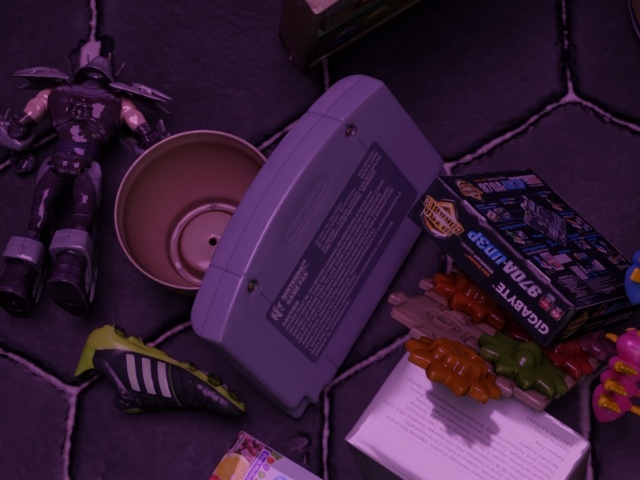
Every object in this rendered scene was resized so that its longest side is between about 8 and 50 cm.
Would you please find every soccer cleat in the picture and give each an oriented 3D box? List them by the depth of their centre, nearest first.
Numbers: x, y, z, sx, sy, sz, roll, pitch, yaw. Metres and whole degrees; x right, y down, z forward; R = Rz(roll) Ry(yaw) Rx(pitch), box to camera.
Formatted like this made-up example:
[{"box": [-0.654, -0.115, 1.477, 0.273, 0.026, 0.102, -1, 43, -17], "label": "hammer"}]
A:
[{"box": [-0.155, 0.142, 1.643, 0.179, 0.060, 0.072, 24, 84, 21], "label": "soccer cleat"}]

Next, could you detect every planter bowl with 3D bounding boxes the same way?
[{"box": [-0.111, -0.013, 1.662, 0.162, 0.109, 0.162, -2, 70, 5], "label": "planter bowl"}]

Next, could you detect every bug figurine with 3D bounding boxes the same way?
[{"box": [0.344, 0.094, 1.542, 0.216, 0.279, 0.072, -62, 31, 0], "label": "bug figurine"}]

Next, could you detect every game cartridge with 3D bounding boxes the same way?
[{"box": [0.000, 0.000, 1.601, 0.060, 0.196, 0.294, 21, 71, 37], "label": "game cartridge"}]

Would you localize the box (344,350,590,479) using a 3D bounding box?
[{"box": [0.133, 0.198, 1.519, 0.182, 0.181, 0.119, 32, 77, 16], "label": "box"}]

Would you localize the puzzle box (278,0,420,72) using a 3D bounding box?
[{"box": [0.143, -0.311, 1.660, 0.409, 0.272, 0.052, -32, 87, -5], "label": "puzzle box"}]

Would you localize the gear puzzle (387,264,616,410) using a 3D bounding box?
[{"box": [0.153, 0.075, 1.500, 0.175, 0.339, 0.044, 33, 110, 17], "label": "gear puzzle"}]

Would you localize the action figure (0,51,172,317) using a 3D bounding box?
[{"box": [-0.249, -0.066, 1.709, 0.185, 0.099, 0.285, 5, 67, 16], "label": "action figure"}]

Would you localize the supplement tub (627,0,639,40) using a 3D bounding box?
[{"box": [0.416, -0.295, 1.589, 0.241, 0.331, 0.241, -2, 70, 6], "label": "supplement tub"}]

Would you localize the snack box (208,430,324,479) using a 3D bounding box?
[{"box": [-0.041, 0.256, 1.594, 0.141, 0.037, 0.100, 30, 77, 15], "label": "snack box"}]

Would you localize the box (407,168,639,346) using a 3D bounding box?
[{"box": [0.199, 0.010, 1.566, 0.175, 0.220, 0.051, 45, 113, 18], "label": "box"}]
